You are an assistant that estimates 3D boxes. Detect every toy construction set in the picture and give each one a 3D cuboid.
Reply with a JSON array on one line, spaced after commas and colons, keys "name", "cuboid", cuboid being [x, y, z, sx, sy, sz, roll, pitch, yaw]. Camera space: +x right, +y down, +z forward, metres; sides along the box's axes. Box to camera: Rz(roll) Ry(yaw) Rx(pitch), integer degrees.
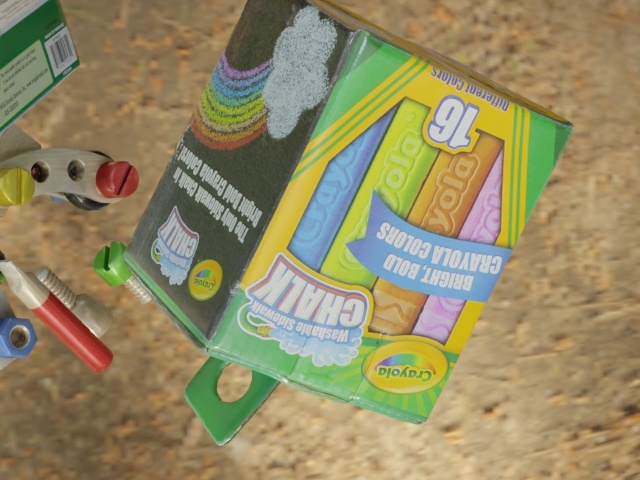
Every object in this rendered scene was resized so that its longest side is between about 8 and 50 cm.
[{"name": "toy construction set", "cuboid": [-0.301, -0.025, 1.693, 0.257, 0.237, 0.309, -45, 33, -6]}]

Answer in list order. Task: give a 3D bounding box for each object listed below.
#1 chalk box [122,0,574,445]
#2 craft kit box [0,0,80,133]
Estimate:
[{"name": "chalk box", "cuboid": [0.000, 0.000, 1.258, 0.289, 0.179, 0.180, -64, 29, 9]}, {"name": "craft kit box", "cuboid": [-0.298, -0.065, 1.070, 0.247, 0.250, 0.061, -8, 112, 21]}]
